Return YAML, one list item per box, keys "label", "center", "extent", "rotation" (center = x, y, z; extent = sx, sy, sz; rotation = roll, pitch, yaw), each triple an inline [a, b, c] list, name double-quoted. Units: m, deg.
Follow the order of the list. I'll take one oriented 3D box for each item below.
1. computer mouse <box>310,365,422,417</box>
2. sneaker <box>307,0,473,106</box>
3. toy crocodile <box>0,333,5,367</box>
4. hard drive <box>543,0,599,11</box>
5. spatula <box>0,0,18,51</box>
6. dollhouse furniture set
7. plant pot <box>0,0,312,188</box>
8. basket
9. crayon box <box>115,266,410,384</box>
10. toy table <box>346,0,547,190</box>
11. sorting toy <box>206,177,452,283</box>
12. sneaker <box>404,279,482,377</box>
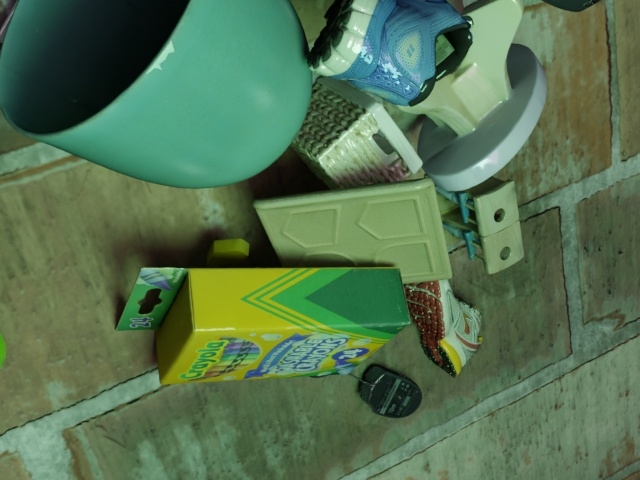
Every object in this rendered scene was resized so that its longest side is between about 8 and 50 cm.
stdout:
- label: "computer mouse"
  center: [0.057, 0.211, 1.282]
  extent: [0.242, 0.041, 0.071]
  rotation: [28, 93, -27]
- label: "sneaker"
  center: [0.087, -0.240, 0.937]
  extent: [0.147, 0.330, 0.130]
  rotation: [33, 128, -12]
- label: "toy crocodile"
  center: [-0.494, 0.065, 0.889]
  extent: [0.341, 0.105, 0.115]
  rotation: [35, 125, -28]
- label: "hard drive"
  center: [0.262, -0.360, 1.061]
  extent: [0.255, 0.172, 0.054]
  rotation: [-10, 142, -55]
- label: "spatula"
  center: [-0.334, -0.326, 0.876]
  extent: [0.168, 0.019, 0.242]
  rotation: [29, 93, -34]
- label: "dollhouse furniture set"
  center: [0.172, -0.010, 1.200]
  extent: [0.184, 0.129, 0.128]
  rotation: [-25, 119, -19]
- label: "plant pot"
  center: [-0.146, -0.189, 0.881]
  extent: [0.235, 0.293, 0.293]
  rotation: [31, 92, -48]
- label: "basket"
  center: [0.031, -0.124, 1.064]
  extent: [0.103, 0.167, 0.113]
  rotation: [-42, 122, -1]
- label: "crayon box"
  center: [-0.078, 0.109, 1.052]
  extent: [0.323, 0.203, 0.083]
  rotation: [1, 64, -22]
- label: "toy table"
  center: [0.172, -0.210, 1.077]
  extent: [0.252, 0.274, 0.161]
  rotation: [-25, 122, 28]
- label: "sorting toy"
  center: [0.000, 0.000, 1.047]
  extent: [0.307, 0.041, 0.229]
  rotation: [-6, 147, 12]
- label: "sneaker"
  center: [0.192, 0.110, 1.285]
  extent: [0.093, 0.088, 0.225]
  rotation: [-42, 138, -17]
